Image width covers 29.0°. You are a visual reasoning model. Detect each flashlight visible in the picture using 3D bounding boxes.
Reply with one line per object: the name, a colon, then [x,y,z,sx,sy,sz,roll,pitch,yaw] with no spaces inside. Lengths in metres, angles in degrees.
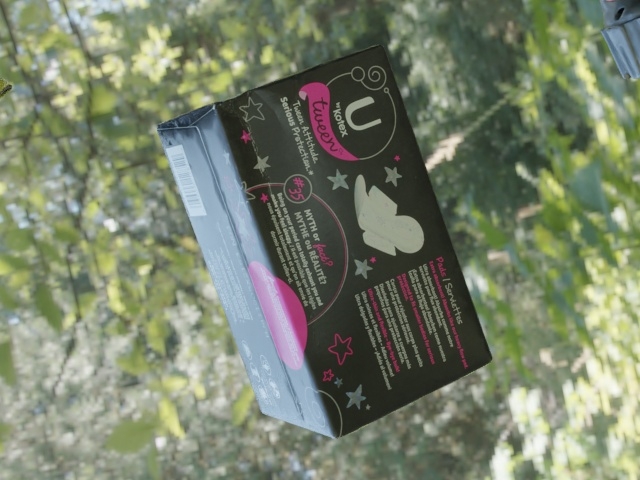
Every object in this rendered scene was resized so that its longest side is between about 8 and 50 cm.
flashlight: [0.275,-0.308,1.205,0.103,0.103,0.304,-31,-81,-38]

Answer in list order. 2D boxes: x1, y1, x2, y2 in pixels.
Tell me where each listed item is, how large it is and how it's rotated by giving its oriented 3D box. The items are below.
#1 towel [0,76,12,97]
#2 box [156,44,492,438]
towel: [-0.471,-0.212,1.732,0.083,0.060,0.009,36,164,42]
box: [0.000,0.000,0.926,0.163,0.142,0.247,-1,109,68]
